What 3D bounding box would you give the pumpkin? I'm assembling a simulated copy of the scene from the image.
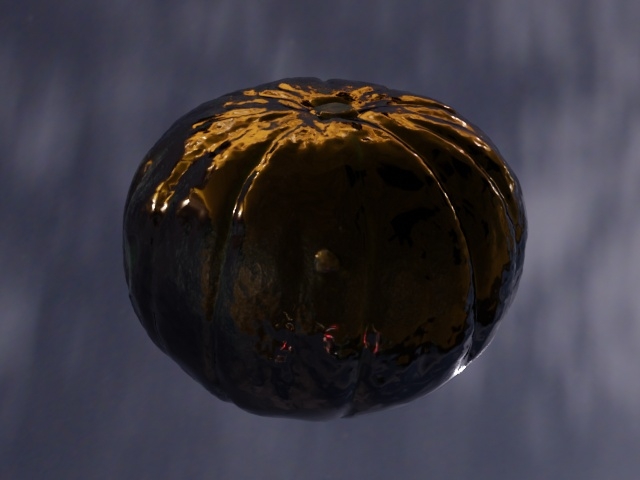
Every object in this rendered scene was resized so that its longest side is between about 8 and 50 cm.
[{"bbox_3d":[0.000,0.000,1.423,0.363,0.363,0.266,-24,-56,-38],"label":"pumpkin"}]
